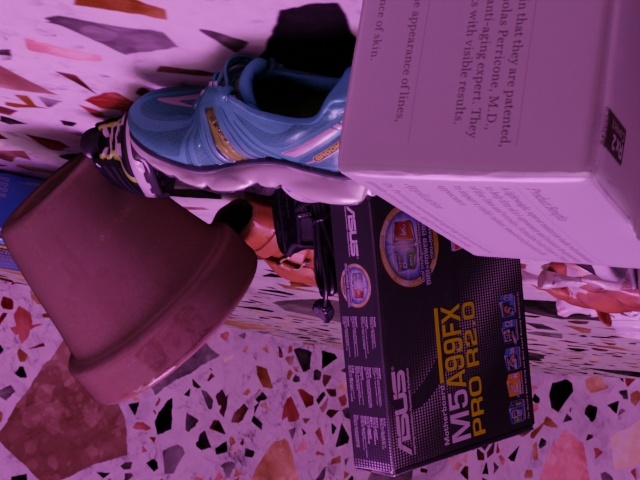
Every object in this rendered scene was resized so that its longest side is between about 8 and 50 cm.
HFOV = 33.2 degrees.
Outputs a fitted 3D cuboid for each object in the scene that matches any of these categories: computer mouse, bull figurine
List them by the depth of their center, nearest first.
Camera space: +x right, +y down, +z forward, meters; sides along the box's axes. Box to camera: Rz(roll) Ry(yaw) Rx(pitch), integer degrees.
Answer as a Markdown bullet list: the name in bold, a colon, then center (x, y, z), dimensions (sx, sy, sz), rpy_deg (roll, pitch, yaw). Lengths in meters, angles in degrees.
- **computer mouse**: center (0.000, 0.000, 1.167), dimensions (0.060, 0.184, 0.262), rpy_deg (-8, 172, -11)
- **bull figurine**: center (0.334, 0.040, 1.321), dimensions (0.188, 0.101, 0.310), rpy_deg (12, 170, -12)

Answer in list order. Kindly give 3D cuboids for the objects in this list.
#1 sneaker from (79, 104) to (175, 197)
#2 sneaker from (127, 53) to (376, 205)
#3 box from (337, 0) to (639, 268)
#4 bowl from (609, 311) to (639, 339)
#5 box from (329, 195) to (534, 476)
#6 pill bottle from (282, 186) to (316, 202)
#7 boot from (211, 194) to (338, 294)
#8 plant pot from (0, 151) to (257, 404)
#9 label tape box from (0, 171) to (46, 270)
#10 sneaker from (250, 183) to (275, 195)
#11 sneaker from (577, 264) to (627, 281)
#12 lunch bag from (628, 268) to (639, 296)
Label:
- **sneaker**: center (-0.198, -0.085, 1.083), dimensions (0.097, 0.084, 0.235), rpy_deg (10, 170, -3)
- **sneaker**: center (-0.054, -0.108, 0.882), dimensions (0.275, 0.107, 0.110), rpy_deg (7, 141, 35)
- **box**: center (0.110, -0.092, 0.527), dimensions (0.119, 0.182, 0.181), rpy_deg (5, 169, 29)
- **bowl**: center (0.492, 0.109, 1.642), dimensions (0.170, 0.080, 0.170), rpy_deg (8, 169, 2)
- **box**: center (0.118, 0.079, 1.083), dimensions (0.216, 0.270, 0.060), rpy_deg (-6, -178, -41)
- **pill bottle**: center (0.023, -0.078, 0.965), dimensions (0.078, 0.078, 0.137), rpy_deg (14, 169, -32)
- **boot**: center (0.009, -0.009, 1.361), dimensions (0.220, 0.109, 0.283), rpy_deg (25, 162, -29)
- **plant pot**: center (-0.242, 0.024, 1.253), dimensions (0.229, 0.263, 0.263), rpy_deg (49, 153, -19)
- **label tape box**: center (-0.452, -0.036, 1.487), dimensions (0.249, 0.115, 0.347), rpy_deg (11, 167, -17)
- **sneaker**: center (-0.076, -0.090, 1.068), dimensions (0.089, 0.051, 0.170), rpy_deg (10, 165, -12)
- **sneaker**: center (0.198, -0.039, 1.007), dimensions (0.147, 0.104, 0.296), rpy_deg (3, 163, 34)
- **lunch bag**: center (0.374, 0.031, 0.821), dimensions (0.212, 0.256, 0.305), rpy_deg (-33, 163, -8)
